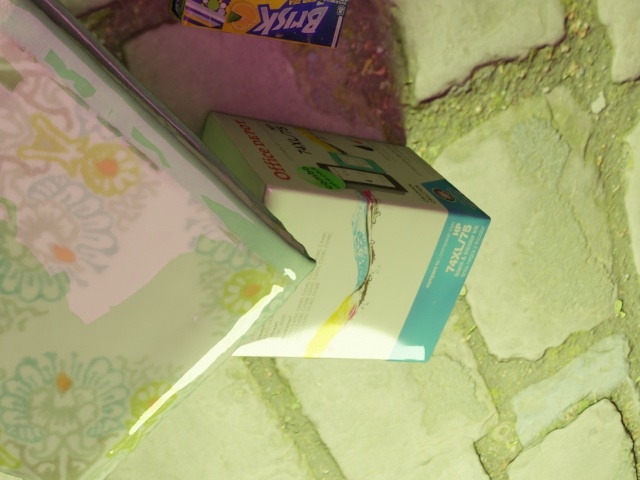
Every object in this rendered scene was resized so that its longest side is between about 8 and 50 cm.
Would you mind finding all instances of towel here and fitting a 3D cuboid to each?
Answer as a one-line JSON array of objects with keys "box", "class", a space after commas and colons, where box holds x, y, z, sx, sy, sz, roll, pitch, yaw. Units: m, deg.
[{"box": [-0.230, 0.013, 0.650, 0.320, 0.090, 0.374, -43, 118, 5], "class": "towel"}]

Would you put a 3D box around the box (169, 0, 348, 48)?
[{"box": [-0.060, -0.238, 0.813, 0.169, 0.054, 0.059, 2, 118, -26], "class": "box"}]

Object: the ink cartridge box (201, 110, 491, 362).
[{"box": [0.000, 0.000, 0.901, 0.270, 0.198, 0.197, 6, 117, -29], "class": "ink cartridge box"}]
